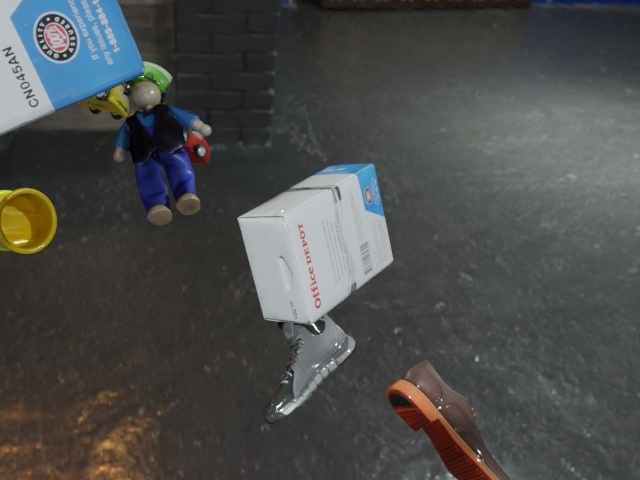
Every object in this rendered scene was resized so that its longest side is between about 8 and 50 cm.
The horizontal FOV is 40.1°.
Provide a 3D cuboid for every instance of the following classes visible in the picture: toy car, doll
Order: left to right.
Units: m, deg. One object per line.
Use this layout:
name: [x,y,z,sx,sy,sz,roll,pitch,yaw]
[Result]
toy car: [-0.252,-0.208,1.288,0.239,0.225,0.053,27,72,-9]
doll: [-0.196,-0.116,1.087,0.129,0.046,0.189,-21,67,2]

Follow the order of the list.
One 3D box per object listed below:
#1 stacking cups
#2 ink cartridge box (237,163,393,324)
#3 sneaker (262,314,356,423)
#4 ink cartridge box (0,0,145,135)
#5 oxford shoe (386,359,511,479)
stacking cups: [-0.532,-0.026,1.356,0.316,0.096,0.096,-1,22,42]
ink cartridge box: [0.000,0.000,1.088,0.082,0.140,0.190,3,24,39]
sneaker: [-0.051,0.210,1.555,0.228,0.086,0.132,-41,95,-33]
ink cartridge box: [-0.399,-0.211,0.769,0.395,0.285,0.166,-26,29,-12]
oxford shoe: [0.233,0.312,1.429,0.271,0.097,0.098,49,59,0]
